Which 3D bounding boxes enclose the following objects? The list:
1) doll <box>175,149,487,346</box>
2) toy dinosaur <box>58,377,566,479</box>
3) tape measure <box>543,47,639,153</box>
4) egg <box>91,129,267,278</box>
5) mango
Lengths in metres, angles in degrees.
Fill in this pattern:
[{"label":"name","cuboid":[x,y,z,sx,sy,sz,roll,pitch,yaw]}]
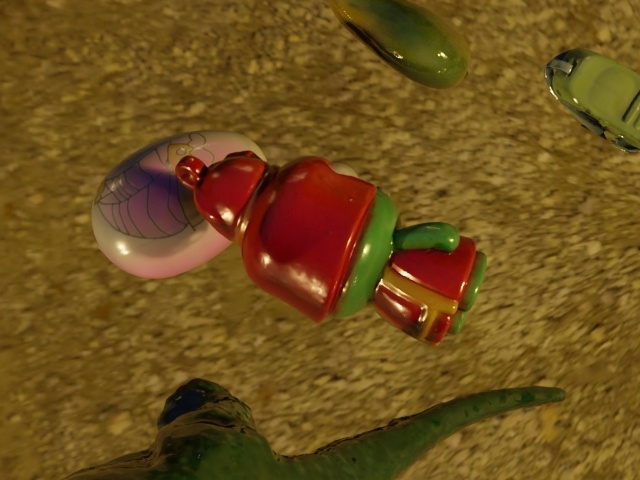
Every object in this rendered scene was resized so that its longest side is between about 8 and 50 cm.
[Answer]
[{"label":"doll","cuboid":[0.001,0.000,1.452,0.363,0.183,0.160,28,58,6]},{"label":"toy dinosaur","cuboid":[-0.042,0.106,0.347,0.447,0.301,0.087,-17,98,-27]},{"label":"tape measure","cuboid":[0.356,-0.169,1.607,0.177,0.154,0.087,35,97,12]},{"label":"egg","cuboid":[-0.202,-0.056,1.908,0.271,0.196,0.196,-25,84,19]},{"label":"mango","cuboid":[0.101,-0.256,1.607,0.191,0.122,0.085,40,109,13]}]
